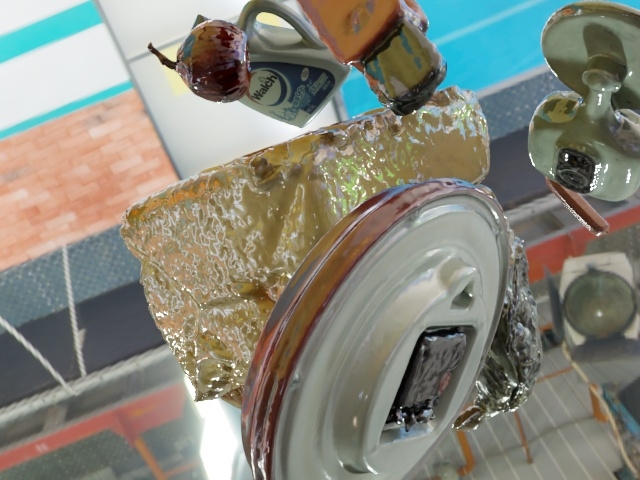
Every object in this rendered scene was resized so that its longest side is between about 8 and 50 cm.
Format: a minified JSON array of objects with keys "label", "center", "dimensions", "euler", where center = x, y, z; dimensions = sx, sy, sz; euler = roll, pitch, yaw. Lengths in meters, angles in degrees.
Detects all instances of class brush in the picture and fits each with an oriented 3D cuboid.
[{"label":"brush","center":[0.009,-0.227,0.640],"dimensions":[0.070,0.051,0.323],"euler":[-43,-120,25]}]

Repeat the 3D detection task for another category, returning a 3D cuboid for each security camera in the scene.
[{"label":"security camera","center":[0.310,-0.145,0.867],"dimensions":[0.157,0.301,0.080],"euler":[27,-107,22]}]

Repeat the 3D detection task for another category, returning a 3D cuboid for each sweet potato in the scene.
[{"label":"sweet potato","center":[0.251,0.308,1.322],"dimensions":[0.041,0.038,0.153],"euler":[-9,162,-12]}]

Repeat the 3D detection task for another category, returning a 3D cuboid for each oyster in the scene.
[{"label":"oyster","center":[0.305,0.162,1.307],"dimensions":[0.162,0.351,0.158],"euler":[-21,-151,-35]}]

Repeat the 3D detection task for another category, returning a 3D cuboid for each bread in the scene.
[{"label":"bread","center":[0.000,0.000,0.982],"dimensions":[0.390,0.279,0.371],"euler":[-19,-173,44]}]

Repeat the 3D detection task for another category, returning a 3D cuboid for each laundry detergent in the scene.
[{"label":"laundry detergent","center":[-0.100,-0.343,1.424],"dimensions":[0.215,0.280,0.105],"euler":[-42,-152,40]}]

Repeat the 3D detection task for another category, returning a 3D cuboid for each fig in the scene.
[{"label":"fig","center":[-0.166,-0.270,1.149],"dimensions":[0.150,0.128,0.128],"euler":[9,-170,-36]}]

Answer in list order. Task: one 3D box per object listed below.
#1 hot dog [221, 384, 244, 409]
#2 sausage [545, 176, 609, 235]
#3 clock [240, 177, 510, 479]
[{"label":"hot dog","center":[-0.008,0.245,1.421],"dimensions":[0.196,0.365,0.367],"euler":[-55,180,-40]},{"label":"sausage","center":[0.441,-0.064,1.328],"dimensions":[0.035,0.030,0.147],"euler":[-30,-111,-16]},{"label":"clock","center":[0.067,0.102,0.638],"dimensions":[0.080,0.319,0.318],"euler":[28,-126,36]}]
